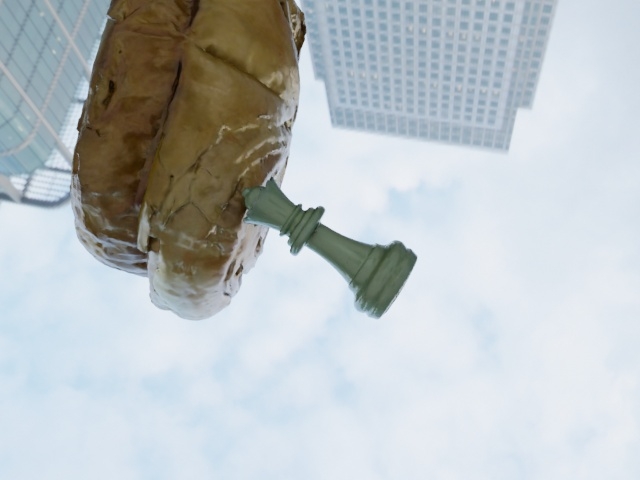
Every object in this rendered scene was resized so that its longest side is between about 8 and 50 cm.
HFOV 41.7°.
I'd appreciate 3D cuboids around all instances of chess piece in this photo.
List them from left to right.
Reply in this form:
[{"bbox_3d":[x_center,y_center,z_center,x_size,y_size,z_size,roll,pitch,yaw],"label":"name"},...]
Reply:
[{"bbox_3d":[0.000,0.000,0.426,0.093,0.042,0.042,31,-107,0],"label":"chess piece"}]

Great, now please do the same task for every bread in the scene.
[{"bbox_3d":[-0.078,-0.071,0.532,0.120,0.198,0.236,12,-117,-5],"label":"bread"}]
